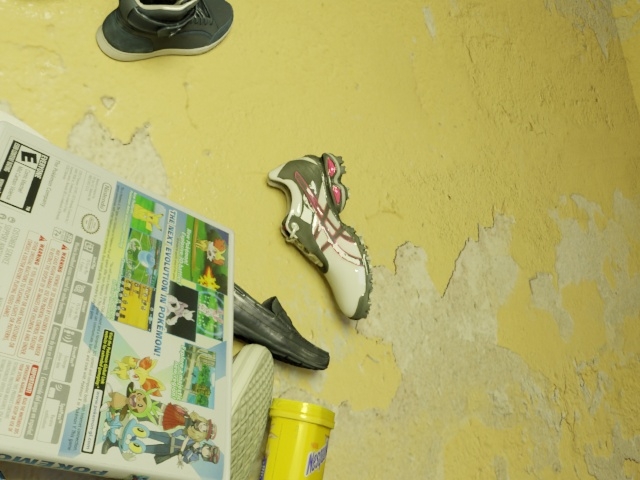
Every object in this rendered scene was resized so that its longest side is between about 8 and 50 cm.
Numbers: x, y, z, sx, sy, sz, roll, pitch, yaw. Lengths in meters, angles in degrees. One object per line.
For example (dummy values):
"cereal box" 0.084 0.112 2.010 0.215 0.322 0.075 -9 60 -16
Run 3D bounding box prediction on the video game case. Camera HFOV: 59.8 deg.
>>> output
"video game case" -0.219 0.062 0.563 0.299 0.036 0.329 27 39 -34

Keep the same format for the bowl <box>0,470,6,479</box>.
"bowl" -0.439 0.287 0.414 0.390 0.077 0.392 -2 94 -32

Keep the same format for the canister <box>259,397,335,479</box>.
"canister" -0.035 0.306 0.739 0.126 0.073 0.170 57 40 -64

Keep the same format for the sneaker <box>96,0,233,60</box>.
"sneaker" -0.183 -0.329 0.776 0.226 0.163 0.086 -34 97 -39

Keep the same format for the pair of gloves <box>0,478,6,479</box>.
"pair of gloves" -0.326 0.323 0.418 0.240 0.042 0.204 -25 102 -30

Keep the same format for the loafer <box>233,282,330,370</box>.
"loafer" -0.073 0.117 0.785 0.223 0.076 0.078 32 68 -21

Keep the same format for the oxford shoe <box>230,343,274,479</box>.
"oxford shoe" -0.179 0.306 0.623 0.169 0.130 0.450 74 36 -51

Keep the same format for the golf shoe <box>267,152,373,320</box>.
"golf shoe" 0.000 0.000 0.874 0.120 0.105 0.273 -13 81 -20

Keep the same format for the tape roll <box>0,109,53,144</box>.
"tape roll" -0.411 0.034 0.564 0.391 0.072 0.392 11 71 -34
